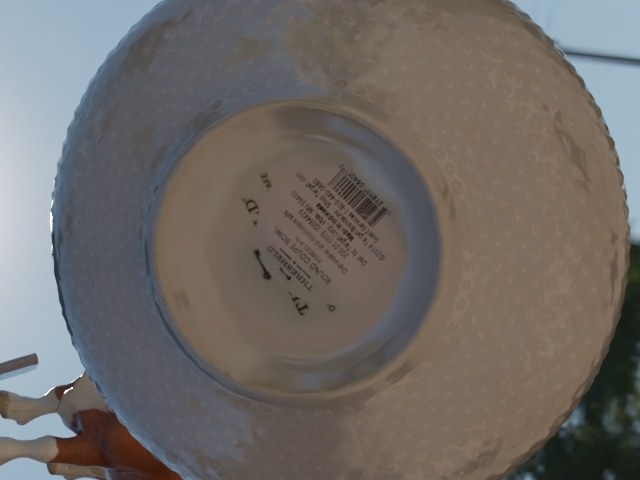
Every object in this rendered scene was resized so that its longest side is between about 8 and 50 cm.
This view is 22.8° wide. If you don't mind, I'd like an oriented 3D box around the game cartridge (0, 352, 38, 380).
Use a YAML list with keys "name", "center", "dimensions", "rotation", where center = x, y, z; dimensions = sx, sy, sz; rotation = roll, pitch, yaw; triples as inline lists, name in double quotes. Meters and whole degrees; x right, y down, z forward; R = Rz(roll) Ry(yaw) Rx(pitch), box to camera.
- name: "game cartridge"
  center: [-0.357, 0.148, 1.844]
  dimensions: [0.083, 0.056, 0.017]
  rotation: [141, 108, -73]

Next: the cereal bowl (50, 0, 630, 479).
- name: "cereal bowl"
  center: [0.000, 0.000, 0.877]
  dimensions: [0.141, 0.339, 0.338]
  rotation: [-19, -64, -77]

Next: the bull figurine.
- name: "bull figurine"
  center: [-0.135, 0.146, 1.168]
  dimensions: [0.310, 0.188, 0.101]
  rotation: [72, -167, -49]
